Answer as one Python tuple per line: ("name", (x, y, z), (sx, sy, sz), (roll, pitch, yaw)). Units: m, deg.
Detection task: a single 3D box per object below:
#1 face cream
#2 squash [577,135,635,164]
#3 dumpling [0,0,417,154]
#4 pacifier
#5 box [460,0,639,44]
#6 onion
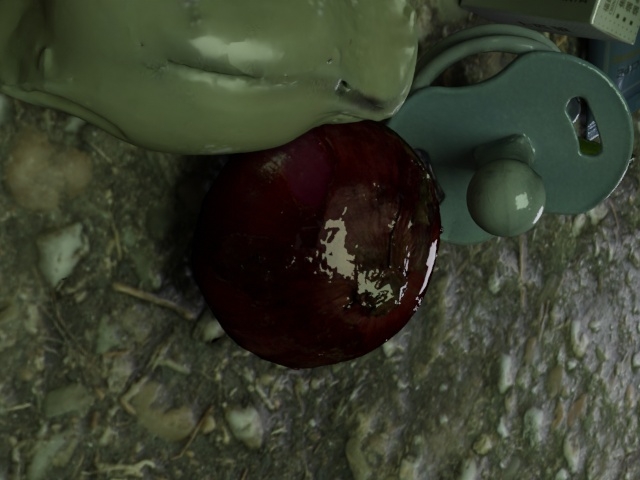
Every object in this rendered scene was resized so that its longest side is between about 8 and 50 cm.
("face cream", (0.392, -0.315, 1.549), (0.135, 0.086, 0.385), (-32, 134, -28))
("squash", (0.290, -0.119, 1.546), (0.318, 0.071, 0.080), (16, 114, -37))
("dumpling", (-0.097, -0.234, 1.098), (0.395, 0.233, 0.315), (6, 87, -8))
("pacifier", (0.203, -0.092, 1.350), (0.299, 0.233, 0.244), (-18, 119, 16))
("box", (0.307, -0.406, 1.380), (0.095, 0.210, 0.330), (15, 95, -41))
("onion", (0.000, 0.000, 1.240), (0.276, 0.276, 0.276), (-12, 111, -35))
